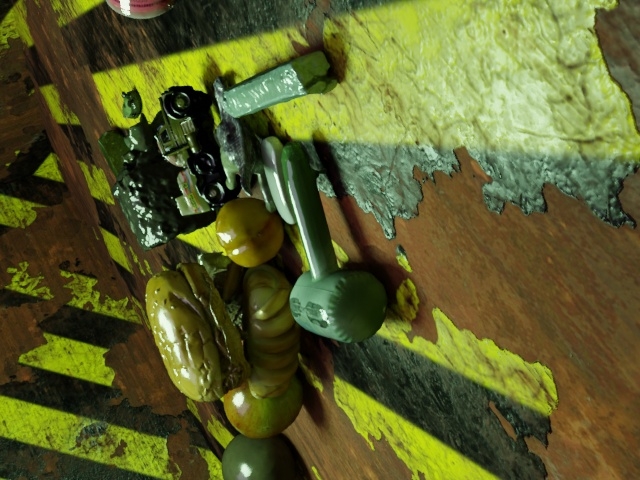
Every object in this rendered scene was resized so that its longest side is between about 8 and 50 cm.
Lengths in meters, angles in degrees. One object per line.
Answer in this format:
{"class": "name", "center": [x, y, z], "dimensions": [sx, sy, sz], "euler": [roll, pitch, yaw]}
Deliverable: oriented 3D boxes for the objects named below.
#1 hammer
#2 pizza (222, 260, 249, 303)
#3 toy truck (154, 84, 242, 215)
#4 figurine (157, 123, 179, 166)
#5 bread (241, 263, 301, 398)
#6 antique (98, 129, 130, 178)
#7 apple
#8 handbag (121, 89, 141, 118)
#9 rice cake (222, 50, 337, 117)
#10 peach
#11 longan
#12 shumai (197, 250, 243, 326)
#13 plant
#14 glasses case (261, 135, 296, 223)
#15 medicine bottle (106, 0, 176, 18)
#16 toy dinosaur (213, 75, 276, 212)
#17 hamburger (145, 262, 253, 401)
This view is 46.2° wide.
{"class": "hammer", "center": [0.000, 0.000, 1.230], "dimensions": [0.206, 0.118, 0.336], "euler": [1, 107, 65]}
{"class": "pizza", "center": [-0.172, 0.053, 1.652], "dimensions": [0.052, 0.185, 0.195], "euler": [20, 174, 5]}
{"class": "toy truck", "center": [-0.256, -0.183, 1.518], "dimensions": [0.127, 0.127, 0.257], "euler": [-41, -65, -72]}
{"class": "figurine", "center": [-0.295, -0.222, 1.630], "dimensions": [0.126, 0.114, 0.157], "euler": [48, 155, 1]}
{"class": "bread", "center": [-0.106, 0.201, 1.608], "dimensions": [0.173, 0.121, 0.311], "euler": [-110, 19, -49]}
{"class": "antique", "center": [-0.629, -0.253, 2.377], "dimensions": [0.221, 0.081, 0.080], "euler": [56, 155, 19]}
{"class": "apple", "center": [-0.132, 0.366, 1.782], "dimensions": [0.196, 0.196, 0.196], "euler": [48, 152, 36]}
{"class": "handbag", "center": [-0.520, -0.366, 2.064], "dimensions": [0.072, 0.047, 0.111], "euler": [62, 155, 11]}
{"class": "rice cake", "center": [-0.078, -0.241, 1.190], "dimensions": [0.336, 0.066, 0.063], "euler": [10, 123, 65]}
{"class": "peach", "center": [-0.135, -0.019, 1.466], "dimensions": [0.138, 0.138, 0.138], "euler": [48, 152, 36]}
{"class": "longan", "center": [-0.173, 0.655, 2.133], "dimensions": [0.246, 0.215, 0.246], "euler": [49, 175, 6]}
{"class": "shumai", "center": [-0.229, 0.107, 1.817], "dimensions": [0.206, 0.166, 0.176], "euler": [125, 145, -52]}
{"class": "plant", "center": [-0.388, -0.148, 1.782], "dimensions": [0.312, 0.213, 0.215], "euler": [66, 160, -8]}
{"class": "glasses case", "center": [-0.069, -0.106, 1.341], "dimensions": [0.063, 0.041, 0.164], "euler": [29, 138, 58]}
{"class": "medicine bottle", "center": [-0.333, -0.534, 1.356], "dimensions": [0.147, 0.147, 0.247], "euler": [54, 155, 26]}
{"class": "toy dinosaur", "center": [-0.156, -0.174, 1.397], "dimensions": [0.294, 0.077, 0.162], "euler": [59, 165, 29]}
{"class": "hamburger", "center": [-0.264, 0.190, 1.582], "dimensions": [0.319, 0.158, 0.319], "euler": [50, 153, 38]}
